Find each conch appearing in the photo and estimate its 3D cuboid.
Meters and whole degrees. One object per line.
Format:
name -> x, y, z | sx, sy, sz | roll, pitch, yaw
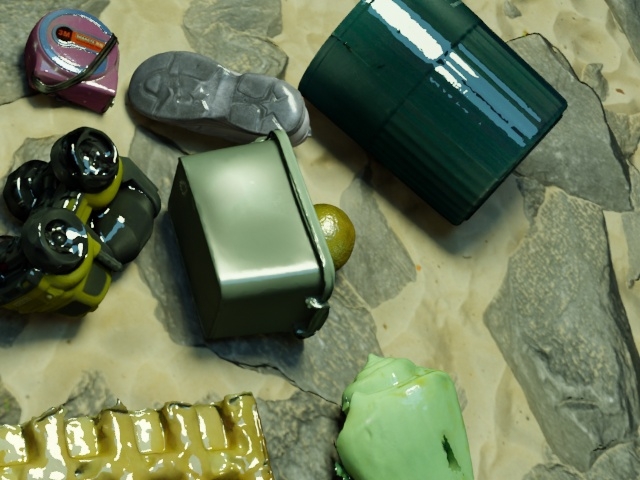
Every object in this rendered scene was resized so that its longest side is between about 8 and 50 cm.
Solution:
conch -> 0.097, 0.250, 1.406 | 0.143, 0.137, 0.251 | 10, 69, -53

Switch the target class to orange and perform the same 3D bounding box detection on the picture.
orange -> 0.000, 0.000, 1.543 | 0.085, 0.085, 0.095 | 27, 59, -7

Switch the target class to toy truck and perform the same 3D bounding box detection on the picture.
toy truck -> -0.271, -0.006, 1.383 | 0.165, 0.147, 0.224 | 37, 48, -29

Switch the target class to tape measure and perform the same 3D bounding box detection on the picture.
tape measure -> -0.313, -0.226, 1.552 | 0.118, 0.074, 0.125 | 17, 56, -23

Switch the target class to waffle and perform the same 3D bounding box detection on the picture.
waffle -> -0.193, 0.306, 1.230 | 0.348, 0.077, 0.304 | 0, 58, -27

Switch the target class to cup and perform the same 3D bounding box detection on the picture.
cup -> 0.154, -0.188, 1.688 | 0.292, 0.308, 0.242 | 42, 81, 5

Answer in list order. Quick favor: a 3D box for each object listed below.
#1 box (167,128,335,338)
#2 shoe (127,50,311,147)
box -> -0.089, 0.001, 1.455 | 0.135, 0.163, 0.243 | -9, 62, -21
shoe -> -0.124, -0.172, 1.591 | 0.245, 0.137, 0.095 | 13, 81, 16
